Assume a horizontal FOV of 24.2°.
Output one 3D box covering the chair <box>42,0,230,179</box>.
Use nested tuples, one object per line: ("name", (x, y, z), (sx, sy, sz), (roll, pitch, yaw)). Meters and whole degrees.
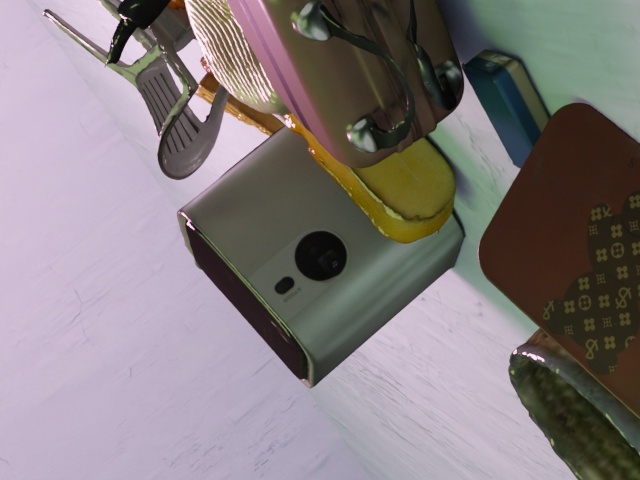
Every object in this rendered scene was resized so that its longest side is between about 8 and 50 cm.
("chair", (-0.200, -0.241, 1.902), (0.274, 0.190, 0.203), (48, -148, -1))

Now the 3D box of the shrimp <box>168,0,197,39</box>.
("shrimp", (-0.226, -0.369, 2.086), (0.217, 0.051, 0.115), (59, 165, -23))

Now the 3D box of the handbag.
("handbag", (0.019, -0.198, 1.300), (0.283, 0.149, 0.302), (48, 169, 44))

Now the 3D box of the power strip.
("power strip", (0.173, -0.109, 1.312), (0.123, 0.032, 0.056), (58, 167, -30))

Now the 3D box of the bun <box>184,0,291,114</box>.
("bun", (-0.048, -0.239, 1.575), (0.222, 0.127, 0.222), (42, 151, 30))

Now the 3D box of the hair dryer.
("hair dryer", (-0.161, -0.298, 1.505), (0.091, 0.271, 0.235), (29, -167, -37))

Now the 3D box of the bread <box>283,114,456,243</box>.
("bread", (0.053, -0.103, 1.663), (0.245, 0.102, 0.094), (48, 167, 12))

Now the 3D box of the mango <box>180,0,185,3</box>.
("mango", (-0.168, -0.356, 1.758), (0.217, 0.102, 0.141), (51, 146, -12))

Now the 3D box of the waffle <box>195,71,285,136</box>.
("waffle", (-0.097, -0.173, 2.162), (0.191, 0.032, 0.125), (36, 171, -6))

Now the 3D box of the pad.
("pad", (0.245, 0.026, 1.187), (0.004, 0.181, 0.267), (-2, -142, -48))

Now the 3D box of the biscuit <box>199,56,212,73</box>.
("biscuit", (-0.131, -0.252, 2.113), (0.064, 0.034, 0.199), (53, 169, -10))

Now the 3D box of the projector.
("projector", (0.000, 0.000, 1.831), (0.248, 0.249, 0.248), (48, 169, 12))

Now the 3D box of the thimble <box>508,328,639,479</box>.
("thimble", (0.304, 0.152, 1.321), (0.271, 0.150, 0.271), (49, 170, 12))
